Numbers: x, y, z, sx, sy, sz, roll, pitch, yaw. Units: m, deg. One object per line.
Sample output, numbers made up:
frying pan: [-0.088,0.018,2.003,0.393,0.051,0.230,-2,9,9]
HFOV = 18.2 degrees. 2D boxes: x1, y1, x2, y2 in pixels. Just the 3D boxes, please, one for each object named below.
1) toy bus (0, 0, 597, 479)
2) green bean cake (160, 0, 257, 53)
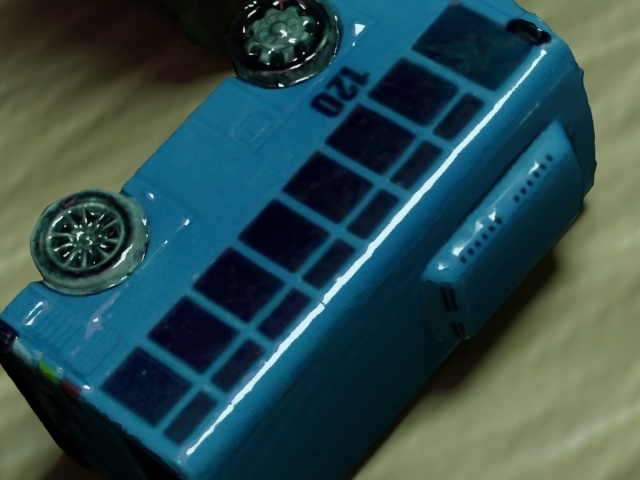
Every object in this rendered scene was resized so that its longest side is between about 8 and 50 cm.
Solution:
toy bus: [0.000,0.000,0.599,0.106,0.090,0.184,33,71,29]
green bean cake: [-0.005,-0.211,0.647,0.132,0.241,0.255,38,71,25]
